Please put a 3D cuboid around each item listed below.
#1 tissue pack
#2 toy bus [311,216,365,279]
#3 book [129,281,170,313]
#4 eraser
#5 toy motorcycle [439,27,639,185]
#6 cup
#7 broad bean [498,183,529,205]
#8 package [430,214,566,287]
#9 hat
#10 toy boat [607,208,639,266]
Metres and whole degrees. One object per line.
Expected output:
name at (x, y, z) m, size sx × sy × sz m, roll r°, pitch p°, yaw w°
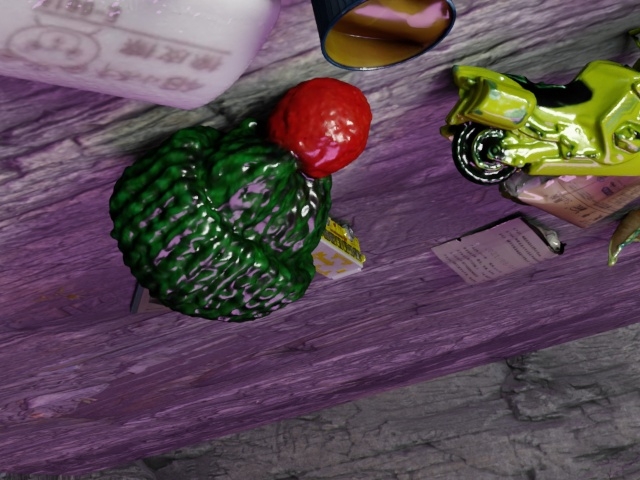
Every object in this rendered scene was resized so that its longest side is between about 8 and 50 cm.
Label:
tissue pack at (0.406, -0.116, 1.313) m, size 0.215 × 0.123 × 0.256 m, roll -34°, pitch 149°, yaw 28°
toy bus at (0.000, 0.000, 1.471) m, size 0.081 × 0.074 × 0.226 m, roll -19°, pitch 159°, yaw 16°
book at (-0.226, 0.075, 1.607) m, size 0.215 × 0.025 × 0.283 m, roll -5°, pitch 161°, yaw -18°
eraser at (-0.191, -0.199, 0.780) m, size 0.270 × 0.095 × 0.174 m, roll 4°, pitch 152°, yaw -41°
toy motorcycle at (0.326, -0.162, 1.098) m, size 0.342 × 0.206 × 0.142 m, roll 2°, pitch 179°, yaw -3°
cup at (0.049, -0.240, 0.746) m, size 0.113 × 0.138 × 0.150 m, roll -2°, pitch 157°, yaw -30°
broad bean at (0.404, -0.098, 1.507) m, size 0.292 × 0.049 × 0.144 m, roll -8°, pitch 153°, yaw -19°
package at (0.368, 0.026, 1.801) m, size 0.204 × 0.062 × 0.251 m, roll -26°, pitch 153°, yaw 28°
hat at (-0.065, -0.054, 1.079) m, size 0.332 × 0.242 × 0.274 m, roll -35°, pitch 166°, yaw 20°
toy boat at (0.674, -0.017, 1.826) m, size 0.293 × 0.099 × 0.108 m, roll -11°, pitch 162°, yaw -29°
